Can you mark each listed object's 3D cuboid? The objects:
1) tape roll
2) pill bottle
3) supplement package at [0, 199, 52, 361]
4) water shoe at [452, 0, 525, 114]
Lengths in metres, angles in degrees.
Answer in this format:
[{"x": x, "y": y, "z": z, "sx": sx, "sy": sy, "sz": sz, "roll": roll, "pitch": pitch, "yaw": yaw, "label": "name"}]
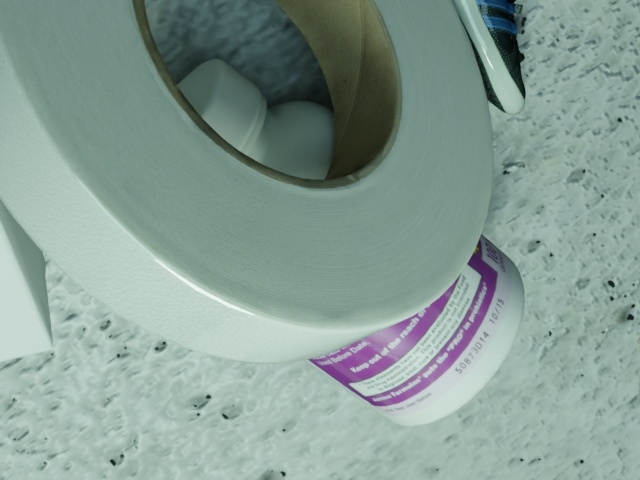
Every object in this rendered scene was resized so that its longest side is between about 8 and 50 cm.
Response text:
[{"x": -0.048, "y": -0.116, "z": 0.766, "sx": 0.392, "sy": 0.392, "sz": 0.072, "roll": 36, "pitch": 140, "yaw": -23, "label": "tape roll"}, {"x": 0.000, "y": 0.000, "z": 0.920, "sx": 0.301, "sy": 0.169, "sz": 0.169, "roll": 37, "pitch": 101, "yaw": -24, "label": "pill bottle"}, {"x": -0.301, "y": -0.060, "z": 0.779, "sx": 0.175, "sy": 0.178, "sz": 0.293, "roll": -15, "pitch": 135, "yaw": -5, "label": "supplement package"}, {"x": 0.132, "y": -0.192, "z": 0.921, "sx": 0.080, "sy": 0.073, "sz": 0.203, "roll": -29, "pitch": 117, "yaw": -3, "label": "water shoe"}]
